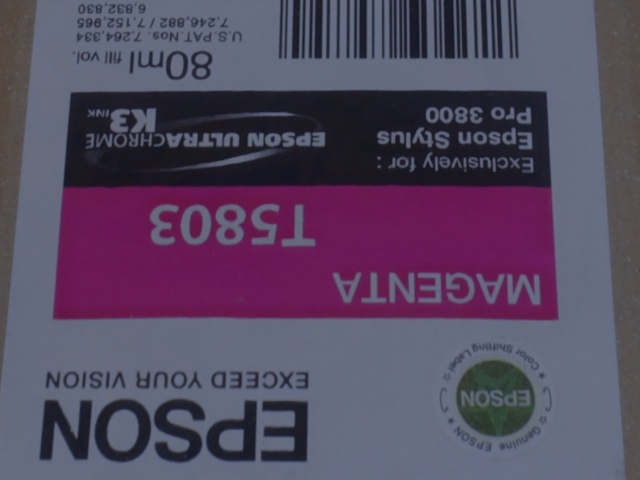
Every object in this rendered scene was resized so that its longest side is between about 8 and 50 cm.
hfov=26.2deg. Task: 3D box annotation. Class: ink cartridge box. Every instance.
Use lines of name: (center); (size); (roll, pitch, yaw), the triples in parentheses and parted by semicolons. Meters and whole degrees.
ink cartridge box: (0.000, 0.000, 0.439); (0.234, 0.193, 0.088); (-1, 158, 1)
